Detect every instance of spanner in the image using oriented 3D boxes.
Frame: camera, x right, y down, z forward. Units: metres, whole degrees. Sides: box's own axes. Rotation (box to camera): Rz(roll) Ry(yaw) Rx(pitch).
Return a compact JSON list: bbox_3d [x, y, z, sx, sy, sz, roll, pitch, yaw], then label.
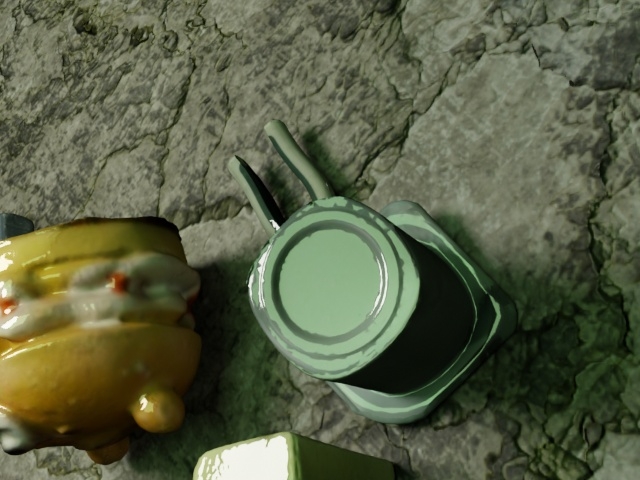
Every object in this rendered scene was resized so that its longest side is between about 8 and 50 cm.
[{"bbox_3d":[0.000,0.000,1.003,0.095,0.040,0.325,-42,59,16],"label":"spanner"}]

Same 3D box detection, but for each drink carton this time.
[{"bbox_3d":[0.045,0.062,0.837,0.191,0.189,0.185,-44,70,8],"label":"drink carton"}]

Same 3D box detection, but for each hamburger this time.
[{"bbox_3d":[-0.257,0.120,1.016,0.276,0.276,0.237,-23,72,27],"label":"hamburger"}]

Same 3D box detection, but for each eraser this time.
[{"bbox_3d":[-0.020,0.222,0.850,0.117,0.172,0.058,-19,61,29],"label":"eraser"}]

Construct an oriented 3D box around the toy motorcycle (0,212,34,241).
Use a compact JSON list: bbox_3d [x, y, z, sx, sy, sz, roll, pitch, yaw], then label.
[{"bbox_3d":[-0.412,0.081,1.223,0.187,0.124,0.275,-33,56,33],"label":"toy motorcycle"}]
